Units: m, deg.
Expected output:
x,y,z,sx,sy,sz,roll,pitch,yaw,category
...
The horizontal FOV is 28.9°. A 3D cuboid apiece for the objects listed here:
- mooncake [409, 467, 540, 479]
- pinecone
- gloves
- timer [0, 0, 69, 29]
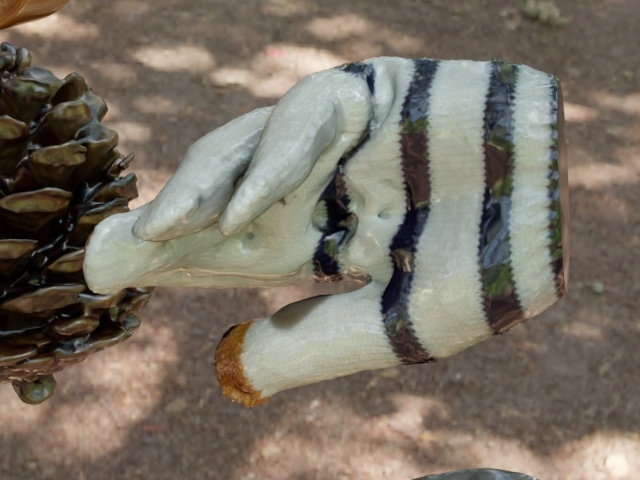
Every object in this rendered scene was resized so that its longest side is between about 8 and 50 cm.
x,y,z,sx,sy,sz,roll,pitch,yaw,category
0.124,0.311,1.028,0.245,0.245,0.133,9,33,4,mooncake
-0.233,-0.008,0.924,0.224,0.272,0.224,-3,12,1,pinecone
0.001,-0.013,0.574,0.219,0.140,0.131,-2,45,14,gloves
-0.211,-0.156,0.650,0.132,0.132,0.152,16,32,14,timer
